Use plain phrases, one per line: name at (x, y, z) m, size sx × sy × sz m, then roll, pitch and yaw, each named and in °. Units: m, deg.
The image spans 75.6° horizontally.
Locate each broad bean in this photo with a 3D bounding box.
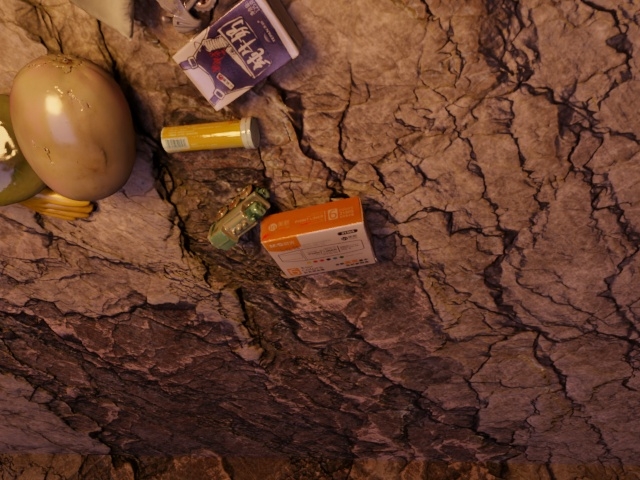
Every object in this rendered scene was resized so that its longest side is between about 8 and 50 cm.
broad bean at (-0.743, -0.194, 0.933) m, size 0.291 × 0.119 × 0.238 m, roll -41°, pitch 114°, yaw -13°

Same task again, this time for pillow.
pillow at (-0.422, -0.489, 0.719) m, size 0.254 × 0.078 × 0.144 m, roll 37°, pitch 126°, yaw -1°

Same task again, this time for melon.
melon at (-0.517, -0.234, 0.879) m, size 0.222 × 0.223 × 0.317 m, roll 8°, pitch 132°, yaw -4°

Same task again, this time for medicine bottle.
medicine bottle at (-0.256, -0.243, 0.959) m, size 0.217 × 0.074 × 0.074 m, roll -3°, pitch 130°, yaw 8°

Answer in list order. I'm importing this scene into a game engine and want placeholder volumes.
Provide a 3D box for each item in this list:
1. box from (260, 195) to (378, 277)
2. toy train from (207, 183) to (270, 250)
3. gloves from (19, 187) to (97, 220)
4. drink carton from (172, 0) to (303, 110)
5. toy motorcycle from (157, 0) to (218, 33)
box at (0.000, 0.000, 1.106) m, size 0.273 × 0.091 × 0.221 m, roll -11°, pitch 147°, yaw 13°
toy train at (-0.209, -0.060, 1.076) m, size 0.193 × 0.125 × 0.080 m, roll -33°, pitch 125°, yaw 28°
gloves at (-0.746, -0.129, 1.080) m, size 0.294 × 0.116 × 0.133 m, roll 23°, pitch 156°, yaw -27°
drink carton at (-0.162, -0.382, 0.820) m, size 0.222 × 0.102 × 0.134 m, roll -24°, pitch 127°, yaw 24°
toy motorcycle at (-0.292, -0.475, 0.765) m, size 0.215 × 0.080 × 0.123 m, roll 28°, pitch 128°, yaw -6°
